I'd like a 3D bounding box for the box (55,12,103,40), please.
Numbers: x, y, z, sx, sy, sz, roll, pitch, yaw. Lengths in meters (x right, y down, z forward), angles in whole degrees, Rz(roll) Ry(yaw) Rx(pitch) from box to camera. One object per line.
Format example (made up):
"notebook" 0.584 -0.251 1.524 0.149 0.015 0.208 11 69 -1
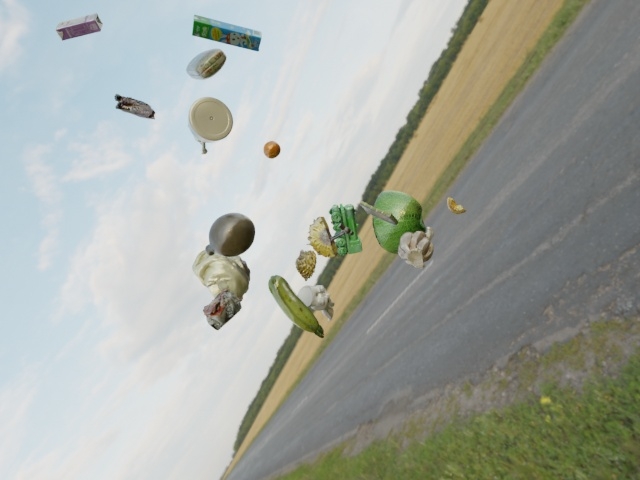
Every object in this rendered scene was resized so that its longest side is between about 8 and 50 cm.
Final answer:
"box" -0.681 -0.603 1.288 0.036 0.117 0.051 76 178 -48

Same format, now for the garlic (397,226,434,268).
"garlic" 0.367 0.008 1.711 0.127 0.131 0.194 -5 42 46

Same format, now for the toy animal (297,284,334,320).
"toy animal" 0.016 0.270 2.015 0.130 0.220 0.104 -37 48 27

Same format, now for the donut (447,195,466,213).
"donut" 0.564 -0.147 1.900 0.067 0.084 0.038 -15 9 22

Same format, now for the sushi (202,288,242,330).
"sushi" -0.424 0.300 1.987 0.124 0.130 0.332 -37 7 4

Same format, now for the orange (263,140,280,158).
"orange" -0.222 -0.414 2.079 0.084 0.083 0.083 -60 -4 -7

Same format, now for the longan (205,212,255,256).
"longan" -0.337 -0.014 1.686 0.204 0.159 0.185 -36 4 -3

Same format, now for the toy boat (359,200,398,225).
"toy boat" 0.169 -0.079 1.322 0.016 0.115 0.063 -58 -37 -6

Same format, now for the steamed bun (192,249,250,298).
"steamed bun" -0.483 0.184 2.384 0.237 0.394 0.347 -39 -39 -4

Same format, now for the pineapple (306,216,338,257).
"pineapple" 0.000 0.000 2.326 0.135 0.233 0.079 -24 -1 21

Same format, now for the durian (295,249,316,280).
"durian" -0.086 0.097 2.244 0.141 0.078 0.224 -67 25 20

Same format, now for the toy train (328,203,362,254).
"toy train" 0.109 -0.047 1.955 0.085 0.118 0.252 -102 1 -57

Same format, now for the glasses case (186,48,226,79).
"glasses case" -0.541 -0.827 2.143 0.156 0.098 0.425 -42 30 -5

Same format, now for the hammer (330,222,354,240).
"hammer" 0.071 -0.026 1.767 0.021 0.065 0.178 -58 10 -20

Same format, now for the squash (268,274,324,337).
"squash" -0.103 0.286 1.876 0.094 0.341 0.094 -39 6 5

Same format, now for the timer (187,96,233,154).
"timer" -0.482 -0.461 1.884 0.175 0.175 0.266 -59 20 -20

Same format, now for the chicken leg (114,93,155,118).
"chicken leg" -0.839 -0.602 2.070 0.105 0.233 0.063 -70 0 -46

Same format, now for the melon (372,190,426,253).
"melon" 0.307 -0.065 1.781 0.169 0.266 0.129 -6 12 42

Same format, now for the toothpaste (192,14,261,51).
"toothpaste" -0.367 -0.815 1.799 0.065 0.266 0.050 120 151 -49
